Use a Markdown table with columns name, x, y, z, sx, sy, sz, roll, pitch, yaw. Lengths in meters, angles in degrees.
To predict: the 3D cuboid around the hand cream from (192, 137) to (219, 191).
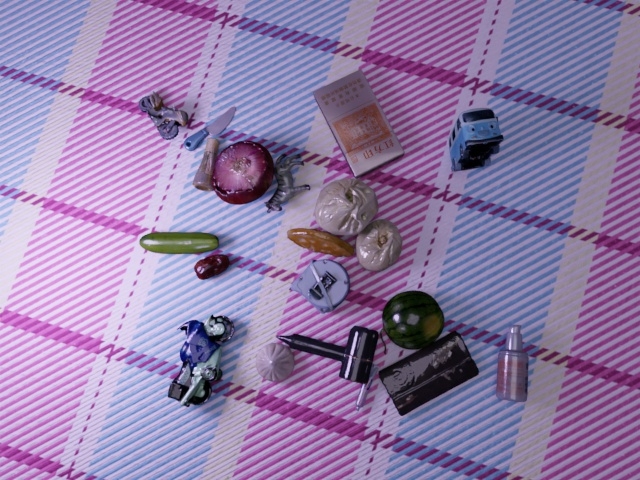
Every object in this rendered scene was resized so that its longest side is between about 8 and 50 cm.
| name | x | y | z | sx | sy | sz | roll | pitch | yaw |
| --- | --- | --- | --- | --- | --- | --- | --- | --- | --- |
| hand cream | -0.412 | -0.285 | 2.009 | 0.083 | 0.084 | 0.203 | 9 | 75 | 4 |

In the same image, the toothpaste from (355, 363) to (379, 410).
| name | x | y | z | sx | sy | sz | roll | pitch | yaw |
| --- | --- | --- | --- | --- | --- | --- | --- | --- | --- |
| toothpaste | 0.157 | 0.511 | 1.888 | 0.045 | 0.028 | 0.170 | 19 | 82 | 16 |

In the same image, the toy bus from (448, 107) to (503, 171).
| name | x | y | z | sx | sy | sz | roll | pitch | yaw |
| --- | --- | --- | --- | --- | --- | --- | --- | --- | --- |
| toy bus | 0.524 | -0.351 | 1.867 | 0.132 | 0.271 | 0.165 | -8 | 78 | 1 |

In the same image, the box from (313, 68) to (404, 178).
| name | x | y | z | sx | sy | sz | roll | pitch | yaw |
| --- | --- | --- | --- | --- | --- | --- | --- | --- | --- |
| box | 0.140 | -0.431 | 2.005 | 0.204 | 0.051 | 0.365 | -26 | 82 | -1 |

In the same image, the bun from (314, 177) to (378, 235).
| name | x | y | z | sx | sy | sz | roll | pitch | yaw |
| --- | --- | --- | --- | --- | --- | --- | --- | --- | --- |
| bun | 0.093 | -0.124 | 1.897 | 0.229 | 0.145 | 0.230 | 2 | 66 | -5 |

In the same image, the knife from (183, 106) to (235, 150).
| name | x | y | z | sx | sy | sz | roll | pitch | yaw |
| --- | --- | --- | --- | --- | --- | --- | --- | --- | --- |
| knife | -0.410 | -0.418 | 2.049 | 0.244 | 0.032 | 0.058 | -37 | 80 | -6 |

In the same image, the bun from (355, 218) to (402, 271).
| name | x | y | z | sx | sy | sz | roll | pitch | yaw |
| --- | --- | --- | --- | --- | --- | --- | --- | --- | --- |
| bun | 0.206 | 0.017 | 1.911 | 0.188 | 0.111 | 0.164 | -45 | 79 | 0 |

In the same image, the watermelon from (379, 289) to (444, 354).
| name | x | y | z | sx | sy | sz | roll | pitch | yaw |
| --- | --- | --- | --- | --- | --- | --- | --- | --- | --- |
| watermelon | 0.312 | 0.275 | 1.864 | 0.232 | 0.127 | 0.204 | -11 | 82 | 5 |

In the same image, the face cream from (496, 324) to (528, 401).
| name | x | y | z | sx | sy | sz | roll | pitch | yaw |
| --- | --- | --- | --- | --- | --- | --- | --- | --- | --- |
| face cream | 0.653 | 0.412 | 1.839 | 0.101 | 0.101 | 0.252 | 5 | 82 | 4 |

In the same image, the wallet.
| name | x | y | z | sx | sy | sz | roll | pitch | yaw |
| --- | --- | --- | --- | --- | --- | --- | --- | --- | --- |
| wallet | 0.375 | 0.458 | 1.875 | 0.321 | 0.044 | 0.171 | -28 | 80 | -1 |

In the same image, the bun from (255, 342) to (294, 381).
| name | x | y | z | sx | sy | sz | roll | pitch | yaw |
| --- | --- | --- | --- | --- | --- | --- | --- | --- | --- |
| bun | -0.159 | 0.425 | 1.884 | 0.138 | 0.094 | 0.138 | 0 | 83 | -1 |

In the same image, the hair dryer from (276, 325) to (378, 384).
| name | x | y | z | sx | sy | sz | roll | pitch | yaw |
| --- | --- | --- | --- | --- | --- | --- | --- | --- | --- |
| hair dryer | 0.016 | 0.360 | 1.887 | 0.351 | 0.107 | 0.189 | 14 | 81 | 10 |

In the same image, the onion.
| name | x | y | z | sx | sy | sz | roll | pitch | yaw |
| --- | --- | --- | --- | --- | --- | --- | --- | --- | --- |
| onion | -0.277 | -0.238 | 1.948 | 0.247 | 0.161 | 0.248 | 0 | 73 | -2 |

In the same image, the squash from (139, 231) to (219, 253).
| name | x | y | z | sx | sy | sz | roll | pitch | yaw |
| --- | --- | --- | --- | --- | --- | --- | --- | --- | --- |
| squash | -0.507 | 0.009 | 1.964 | 0.292 | 0.082 | 0.082 | 0 | 82 | 1 |

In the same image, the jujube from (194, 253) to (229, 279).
| name | x | y | z | sx | sy | sz | roll | pitch | yaw |
| --- | --- | --- | --- | --- | --- | --- | --- | --- | --- |
| jujube | -0.390 | 0.091 | 1.951 | 0.129 | 0.077 | 0.077 | -24 | 82 | -6 |

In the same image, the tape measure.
| name | x | y | z | sx | sy | sz | roll | pitch | yaw |
| --- | --- | --- | --- | --- | --- | --- | --- | --- | --- |
| tape measure | 0.013 | 0.153 | 1.907 | 0.182 | 0.107 | 0.181 | 36 | 92 | 10 |

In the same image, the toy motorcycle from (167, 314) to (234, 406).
| name | x | y | z | sx | sy | sz | roll | pitch | yaw |
| --- | --- | --- | --- | --- | --- | --- | --- | --- | --- |
| toy motorcycle | -0.431 | 0.408 | 1.891 | 0.196 | 0.125 | 0.331 | 18 | 80 | 7 |

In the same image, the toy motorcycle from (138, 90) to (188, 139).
| name | x | y | z | sx | sy | sz | roll | pitch | yaw |
| --- | --- | --- | --- | --- | --- | --- | --- | --- | --- |
| toy motorcycle | -0.583 | -0.476 | 2.036 | 0.129 | 0.094 | 0.229 | -38 | 69 | -7 |

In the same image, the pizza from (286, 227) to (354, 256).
| name | x | y | z | sx | sy | sz | roll | pitch | yaw |
| --- | --- | --- | --- | --- | --- | --- | --- | --- | --- |
| pizza | 0.001 | -0.002 | 1.930 | 0.246 | 0.127 | 0.058 | 12 | 61 | 12 |

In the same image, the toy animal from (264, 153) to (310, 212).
| name | x | y | z | sx | sy | sz | roll | pitch | yaw |
| --- | --- | --- | --- | --- | --- | --- | --- | --- | --- |
| toy animal | -0.131 | -0.210 | 1.979 | 0.175 | 0.073 | 0.217 | -13 | 78 | -2 |
